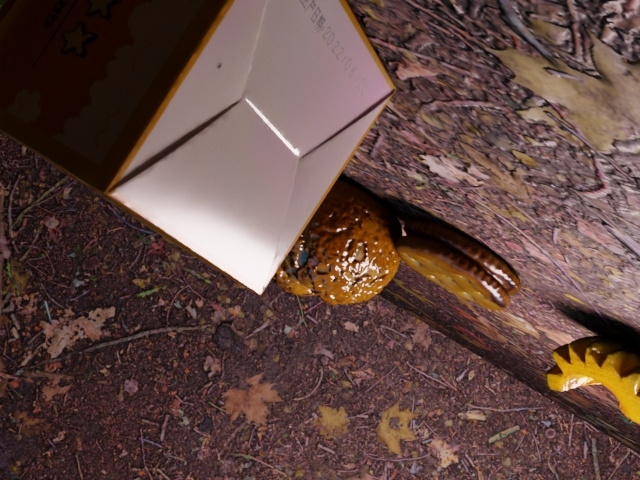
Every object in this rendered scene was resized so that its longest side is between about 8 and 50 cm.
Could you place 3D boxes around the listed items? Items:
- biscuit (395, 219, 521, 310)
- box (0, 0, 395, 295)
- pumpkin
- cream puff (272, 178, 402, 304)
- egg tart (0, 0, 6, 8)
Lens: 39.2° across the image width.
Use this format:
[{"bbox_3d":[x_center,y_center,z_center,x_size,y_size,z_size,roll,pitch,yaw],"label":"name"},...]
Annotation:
[{"bbox_3d":[0.224,0.041,1.476,0.220,0.066,0.220,31,174,4],"label":"biscuit"},{"bbox_3d":[-0.116,-0.138,0.815,0.214,0.259,0.283,31,174,29],"label":"box"},{"bbox_3d":[0.479,0.192,1.409,0.254,0.149,0.130,15,123,63],"label":"pumpkin"},{"bbox_3d":[0.000,0.000,1.596,0.303,0.212,0.303,31,169,7],"label":"cream puff"},{"bbox_3d":[-0.514,-0.343,1.557,0.443,0.178,0.443,30,174,3],"label":"egg tart"}]
